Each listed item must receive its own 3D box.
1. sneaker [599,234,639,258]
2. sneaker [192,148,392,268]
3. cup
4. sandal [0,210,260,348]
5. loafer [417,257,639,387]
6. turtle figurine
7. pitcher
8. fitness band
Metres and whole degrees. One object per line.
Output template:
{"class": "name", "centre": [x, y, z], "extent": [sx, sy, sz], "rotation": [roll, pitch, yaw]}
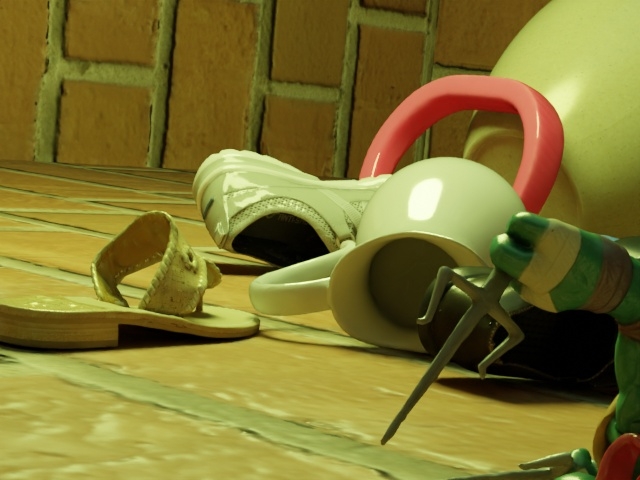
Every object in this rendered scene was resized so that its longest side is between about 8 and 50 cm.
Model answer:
{"class": "sneaker", "centre": [0.344, 0.025, 1.616], "extent": [0.090, 0.081, 0.232], "rotation": [12, 15, 36]}
{"class": "sneaker", "centre": [0.019, 0.003, 1.546], "extent": [0.281, 0.105, 0.115], "rotation": [9, 38, -14]}
{"class": "cup", "centre": [0.298, -0.103, 1.934], "extent": [0.331, 0.331, 0.237], "rotation": [10, 33, 43]}
{"class": "sandal", "centre": [-0.112, 0.021, 1.068], "extent": [0.088, 0.079, 0.240], "rotation": [9, 6, 33]}
{"class": "loafer", "centre": [0.170, 0.060, 1.025], "extent": [0.220, 0.080, 0.078], "rotation": [-2, 17, -23]}
{"class": "turtle figurine", "centre": [0.129, 0.058, 0.623], "extent": [0.234, 0.175, 0.118], "rotation": [-34, 54, -25]}
{"class": "pitcher", "centre": [0.055, 0.013, 1.187], "extent": [0.177, 0.125, 0.207], "rotation": [0, 15, 16]}
{"class": "fitness band", "centre": [0.146, -0.082, 1.823], "extent": [0.054, 0.209, 0.291], "rotation": [29, -8, -32]}
